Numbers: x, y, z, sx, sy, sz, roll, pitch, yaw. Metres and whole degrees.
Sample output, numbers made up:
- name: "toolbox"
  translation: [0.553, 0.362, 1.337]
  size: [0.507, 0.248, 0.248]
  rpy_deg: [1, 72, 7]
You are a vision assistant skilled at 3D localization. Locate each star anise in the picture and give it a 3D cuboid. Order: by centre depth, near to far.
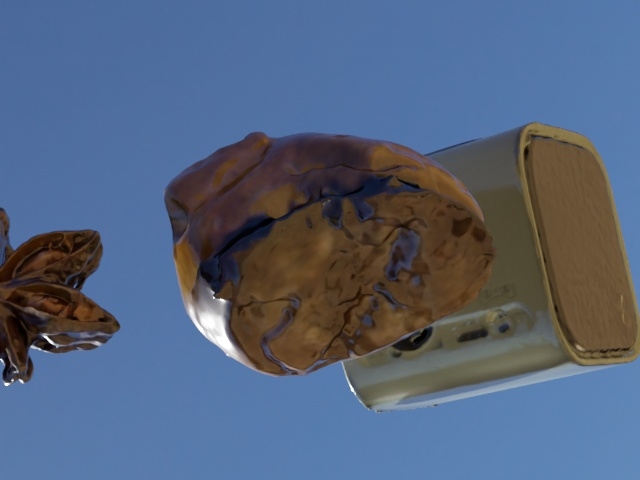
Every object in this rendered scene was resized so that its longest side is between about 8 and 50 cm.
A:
- name: "star anise"
  translation: [-0.312, 0.048, 1.498]
  size: [0.214, 0.220, 0.099]
  rpy_deg: [-22, -33, -20]

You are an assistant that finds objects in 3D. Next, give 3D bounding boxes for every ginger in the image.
- name: "ginger"
  translation: [0.002, 0.003, 1.347]
  size: [0.269, 0.223, 0.200]
  rpy_deg: [-26, -55, 2]

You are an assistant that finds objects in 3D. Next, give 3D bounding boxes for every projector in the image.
- name: "projector"
  translation: [0.167, 0.033, 1.607]
  size: [0.248, 0.249, 0.249]
  rpy_deg: [4, -108, -59]
